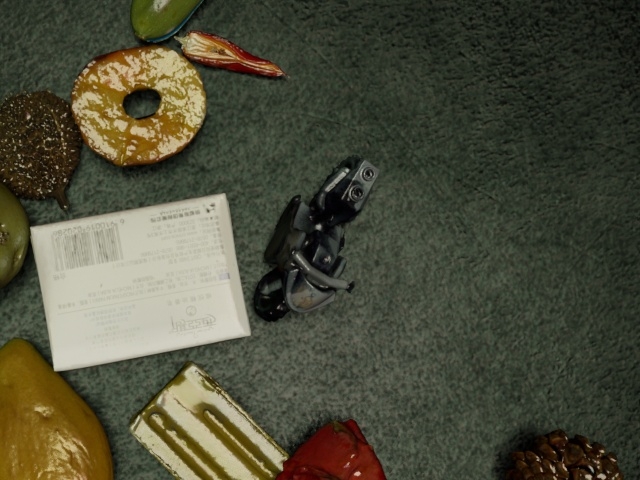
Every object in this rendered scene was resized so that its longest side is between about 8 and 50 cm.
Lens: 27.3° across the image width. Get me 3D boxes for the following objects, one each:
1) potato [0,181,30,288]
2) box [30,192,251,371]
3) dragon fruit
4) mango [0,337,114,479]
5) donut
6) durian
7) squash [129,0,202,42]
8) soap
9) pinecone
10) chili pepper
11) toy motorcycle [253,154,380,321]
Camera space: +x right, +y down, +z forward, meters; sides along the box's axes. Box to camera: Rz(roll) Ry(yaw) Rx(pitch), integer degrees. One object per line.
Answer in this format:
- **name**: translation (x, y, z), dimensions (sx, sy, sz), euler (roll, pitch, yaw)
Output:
- **potato**: translation (-0.523, -0.024, 1.801), dimensions (0.251, 0.159, 0.174), euler (23, 49, 9)
- **box**: translation (-0.247, 0.060, 1.835), dimensions (0.274, 0.116, 0.203), euler (-11, 86, -6)
- **dragon fruit**: translation (0.009, 0.425, 1.767), dimensions (0.205, 0.152, 0.317), euler (-16, 102, -14)
- **mango**: translation (-0.381, 0.287, 1.805), dimensions (0.176, 0.119, 0.317), euler (-23, 83, 1)
- **donut**: translation (-0.258, -0.189, 1.879), dimensions (0.190, 0.074, 0.174), euler (-32, 87, -11)
- **durian**: translation (-0.400, -0.128, 1.851), dimensions (0.148, 0.091, 0.188), euler (-25, 89, -6)
- **squash**: translation (-0.156, -0.424, 1.900), dimensions (0.094, 0.094, 0.341), euler (44, 86, 0)
- **soap**: translation (-0.146, 0.293, 1.846), dimensions (0.233, 0.076, 0.135), euler (45, 83, -1)
- **pinecone**: translation (0.349, 0.343, 1.850), dimensions (0.173, 0.173, 0.173), euler (0, 85, -5)
- **chili pepper**: translation (-0.128, -0.268, 1.918), dimensions (0.178, 0.027, 0.045), euler (15, 88, -3)
- **toy motorcycle**: translation (0.000, 0.000, 1.845), dimensions (0.106, 0.159, 0.270), euler (34, 85, -23)
